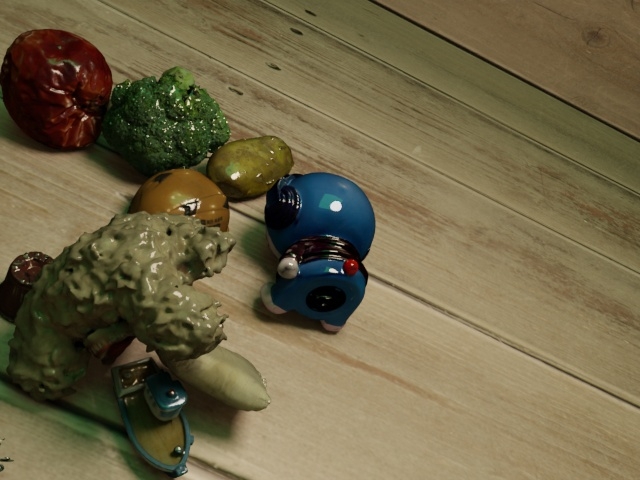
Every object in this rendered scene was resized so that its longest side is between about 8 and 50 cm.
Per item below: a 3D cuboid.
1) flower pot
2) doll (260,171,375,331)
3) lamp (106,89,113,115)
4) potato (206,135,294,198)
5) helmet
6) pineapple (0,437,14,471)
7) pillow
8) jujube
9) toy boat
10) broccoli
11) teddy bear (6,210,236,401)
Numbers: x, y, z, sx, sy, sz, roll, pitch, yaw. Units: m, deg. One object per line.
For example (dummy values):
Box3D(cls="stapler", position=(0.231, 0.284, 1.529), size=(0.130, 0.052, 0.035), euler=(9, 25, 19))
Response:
Box3D(cls="flower pot", position=(-0.474, 0.070, 0.934), size=(0.111, 0.089, 0.111), euler=(16, 43, -15))
Box3D(cls="doll", position=(0.000, 0.000, 1.181), size=(0.284, 0.240, 0.310), euler=(33, 34, -33))
Box3D(cls="lamp", position=(-0.470, -0.316, 1.348), size=(0.091, 0.091, 0.163), euler=(-4, 34, -33))
Box3D(cls="potato", position=(-0.168, -0.174, 1.348), size=(0.149, 0.113, 0.251), euler=(48, 52, 9))
Box3D(cls="helmet", position=(-0.276, -0.071, 1.165), size=(0.198, 0.130, 0.224), euler=(47, 42, 16))
Box3D(cls="pineapple", position=(-0.510, 0.246, 0.737), size=(0.221, 0.083, 0.103), euler=(39, 26, 11))
Box3D(cls="pillow", position=(-0.170, 0.206, 0.910), size=(0.181, 0.134, 0.078), euler=(35, 78, -20))
Box3D(cls="jujube", position=(-0.541, -0.316, 1.182), size=(0.213, 0.232, 0.213), euler=(15, 45, -16))
Box3D(cls="toy boat", position=(-0.251, 0.258, 0.863), size=(0.088, 0.102, 0.215), euler=(-12, 56, -35))
Box3D(cls="broccoli", position=(-0.325, -0.262, 1.233), size=(0.270, 0.270, 0.270), euler=(16, 53, -15))
Box3D(cls="teddy bear", position=(-0.279, 0.063, 0.917), size=(0.224, 0.357, 0.367), euler=(67, 19, -8))
